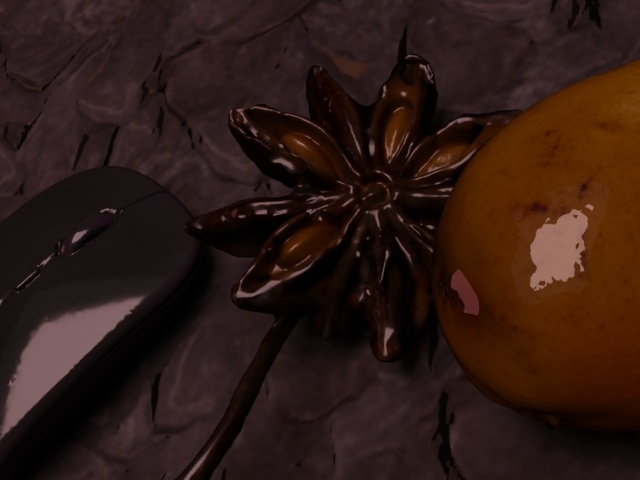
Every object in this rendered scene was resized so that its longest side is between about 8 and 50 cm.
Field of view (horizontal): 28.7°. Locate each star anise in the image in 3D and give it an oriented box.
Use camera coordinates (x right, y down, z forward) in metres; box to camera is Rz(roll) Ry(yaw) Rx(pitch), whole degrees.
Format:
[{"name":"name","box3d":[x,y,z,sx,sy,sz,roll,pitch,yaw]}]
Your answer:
[{"name":"star anise","box3d":[-0.003,0.000,0.605,0.234,0.073,0.177,-26,61,-12]}]

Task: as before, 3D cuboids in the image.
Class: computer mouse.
[{"name":"computer mouse","box3d":[-0.163,0.055,0.662,0.232,0.057,0.120,-46,54,-6]}]

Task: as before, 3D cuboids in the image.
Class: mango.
[{"name":"mango","box3d":[0.146,-0.011,0.521,0.219,0.112,0.145,-37,79,-7]}]
